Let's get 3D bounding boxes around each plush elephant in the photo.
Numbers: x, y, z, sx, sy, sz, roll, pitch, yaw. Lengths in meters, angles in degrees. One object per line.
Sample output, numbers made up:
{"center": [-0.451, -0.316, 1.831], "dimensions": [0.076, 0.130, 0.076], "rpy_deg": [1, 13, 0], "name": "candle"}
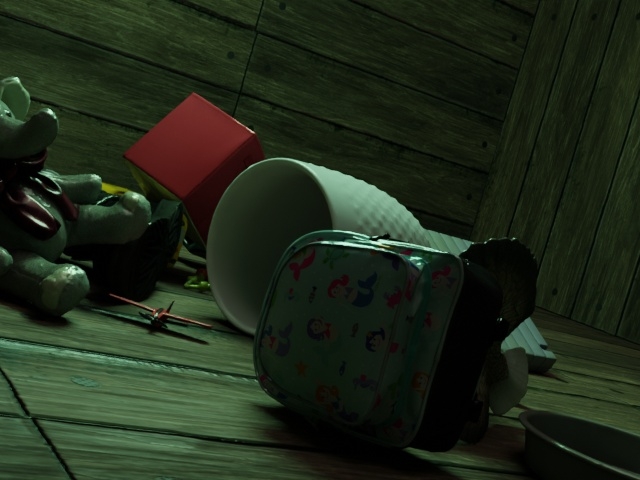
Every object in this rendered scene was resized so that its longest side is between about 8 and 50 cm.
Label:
{"center": [-0.416, -0.088, 1.287], "dimensions": [0.329, 0.256, 0.272], "rpy_deg": [8, 30, 20], "name": "plush elephant"}

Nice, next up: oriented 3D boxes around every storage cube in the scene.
{"center": [-0.230, -0.130, 1.874], "dimensions": [0.215, 0.193, 0.184], "rpy_deg": [34, -20, 30], "name": "storage cube"}

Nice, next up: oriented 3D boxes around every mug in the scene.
{"center": [0.000, 0.000, 1.606], "dimensions": [0.328, 0.276, 0.374], "rpy_deg": [11, 31, -48], "name": "mug"}

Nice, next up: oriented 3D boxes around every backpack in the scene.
{"center": [0.042, 0.099, 1.057], "dimensions": [0.253, 0.225, 0.191], "rpy_deg": [14, -4, 45], "name": "backpack"}

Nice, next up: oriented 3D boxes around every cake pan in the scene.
{"center": [0.370, 0.276, 1.143], "dimensions": [0.293, 0.054, 0.293], "rpy_deg": [16, 4, -1], "name": "cake pan"}

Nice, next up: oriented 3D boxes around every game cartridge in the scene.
{"center": [0.331, 0.125, 2.060], "dimensions": [0.230, 0.068, 0.355], "rpy_deg": [10, 38, -33], "name": "game cartridge"}

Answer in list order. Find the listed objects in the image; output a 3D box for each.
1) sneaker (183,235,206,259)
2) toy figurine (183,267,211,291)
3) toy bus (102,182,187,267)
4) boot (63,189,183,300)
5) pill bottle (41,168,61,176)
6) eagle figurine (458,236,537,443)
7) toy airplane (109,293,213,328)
{"center": [-0.215, 0.012, 2.105], "dimensions": [0.302, 0.108, 0.121], "rpy_deg": [26, 10, 10], "name": "sneaker"}
{"center": [-0.126, 0.000, 1.904], "dimensions": [0.191, 0.217, 0.362], "rpy_deg": [17, 3, 7], "name": "toy figurine"}
{"center": [-0.386, -0.030, 1.881], "dimensions": [0.108, 0.130, 0.332], "rpy_deg": [14, 4, -36], "name": "toy bus"}
{"center": [-0.378, -0.008, 1.558], "dimensions": [0.260, 0.131, 0.348], "rpy_deg": [11, 10, 0], "name": "boot"}
{"center": [-0.628, -0.108, 2.196], "dimensions": [0.107, 0.108, 0.180], "rpy_deg": [15, 3, -15], "name": "pill bottle"}
{"center": [0.188, 0.139, 1.275], "dimensions": [0.225, 0.226, 0.298], "rpy_deg": [-21, -7, -12], "name": "eagle figurine"}
{"center": [-0.223, 0.103, 1.355], "dimensions": [0.151, 0.028, 0.151], "rpy_deg": [18, 3, -1], "name": "toy airplane"}
